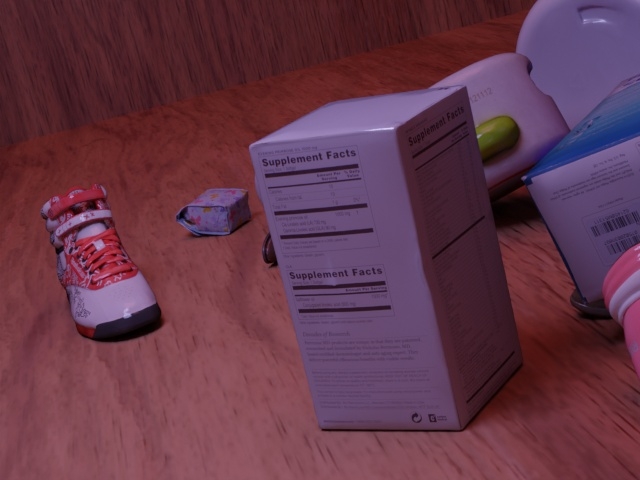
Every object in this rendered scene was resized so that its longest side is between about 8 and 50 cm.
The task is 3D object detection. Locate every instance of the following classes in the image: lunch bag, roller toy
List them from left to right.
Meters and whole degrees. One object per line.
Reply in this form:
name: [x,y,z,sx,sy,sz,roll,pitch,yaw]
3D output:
lunch bag: [-0.146,-0.039,1.913,0.083,0.053,0.071,4,22,24]
roller toy: [0.179,-0.123,1.630,0.191,0.146,0.209,-21,-11,-37]

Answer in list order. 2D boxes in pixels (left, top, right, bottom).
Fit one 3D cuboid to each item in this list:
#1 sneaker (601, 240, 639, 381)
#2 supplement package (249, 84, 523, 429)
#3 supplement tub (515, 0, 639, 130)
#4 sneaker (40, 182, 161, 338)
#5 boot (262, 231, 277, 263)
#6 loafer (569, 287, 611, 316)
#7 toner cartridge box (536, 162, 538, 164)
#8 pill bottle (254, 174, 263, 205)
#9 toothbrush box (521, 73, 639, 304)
sneaker: [0.367,0.050,0.996,0.314,0.116,0.136,-15,57,13]
supplement package: [0.057,0.013,1.129,0.134,0.244,0.139,-5,16,32]
supplement tub: [0.428,-0.263,1.855,0.241,0.241,0.331,-3,18,36]
sneaker: [-0.261,0.017,1.614,0.090,0.145,0.270,-18,15,-16]
boot: [0.000,0.000,1.671,0.114,0.037,0.106,0,22,30]
loafer: [0.291,0.032,1.233,0.148,0.050,0.056,-9,15,18]
toner cartridge box: [0.424,-0.100,1.567,0.348,0.075,0.165,-22,17,-29]
pill bottle: [0.011,-0.077,1.790,0.112,0.112,0.186,-23,17,-33]
toothbrush box: [0.336,-0.084,1.207,0.216,0.126,0.295,-22,11,34]
